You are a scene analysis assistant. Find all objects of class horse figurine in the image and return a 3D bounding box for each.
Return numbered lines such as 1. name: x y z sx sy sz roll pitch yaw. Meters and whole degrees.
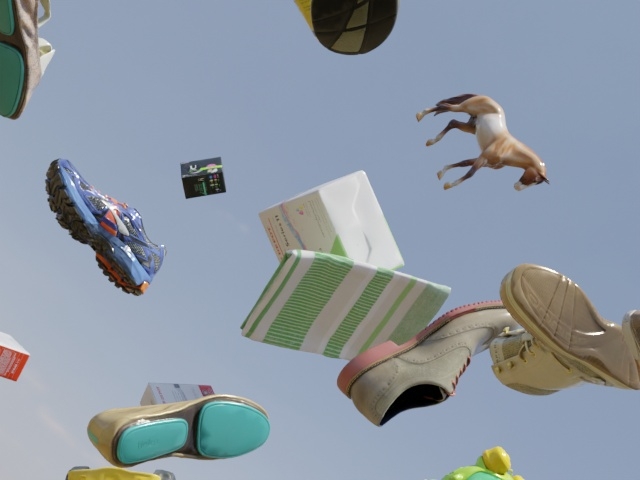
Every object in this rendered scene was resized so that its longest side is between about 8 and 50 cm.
1. horse figurine: 0.270 -0.177 2.225 0.066 0.174 0.263 67 4 -49

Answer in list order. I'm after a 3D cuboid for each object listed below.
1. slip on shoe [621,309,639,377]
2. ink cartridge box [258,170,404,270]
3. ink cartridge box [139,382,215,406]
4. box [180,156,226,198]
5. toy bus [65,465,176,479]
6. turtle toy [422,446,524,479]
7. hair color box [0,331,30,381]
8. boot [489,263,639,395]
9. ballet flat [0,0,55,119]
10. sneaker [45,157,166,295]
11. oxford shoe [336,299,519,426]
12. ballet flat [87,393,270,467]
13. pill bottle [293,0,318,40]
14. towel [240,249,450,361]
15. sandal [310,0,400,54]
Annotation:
1. slip on shoe: 0.382 0.136 1.449 0.041 0.051 0.135 -11 -68 42
2. ink cartridge box: 0.000 0.000 2.598 0.353 0.119 0.207 -18 -83 63
3. ink cartridge box: -0.259 0.321 2.427 0.135 0.056 0.099 7 34 -32
4. box: -0.232 -0.124 2.556 0.062 0.083 0.052 -104 -175 -56
5. toy bus: -0.272 0.423 1.754 0.149 0.212 0.220 3 -25 6
6. turtle toy: 0.144 0.246 1.140 0.130 0.095 0.066 54 13 -38
7. hair color box: -0.546 0.158 2.000 0.167 0.053 0.093 28 0 -38
8. boot: 0.289 0.129 1.736 0.262 0.095 0.203 32 -27 -27
9. ballet flat: -0.523 -0.362 2.288 0.107 0.106 0.316 33 -49 29
10. sneaker: -0.300 -0.028 1.802 0.083 0.087 0.221 -10 -59 54
11. oxford shoe: 0.206 0.214 2.182 0.130 0.348 0.123 53 -20 35
12. ballet flat: -0.159 0.207 1.459 0.232 0.080 0.073 5 9 -45
13. pill bottle: -0.006 -0.450 2.168 0.119 0.119 0.209 2 -53 60
14. towel: 0.043 0.135 2.401 0.324 0.038 0.248 17 -52 -20
15. sandal: 0.056 -0.388 1.723 0.120 0.086 0.303 9 -58 8
